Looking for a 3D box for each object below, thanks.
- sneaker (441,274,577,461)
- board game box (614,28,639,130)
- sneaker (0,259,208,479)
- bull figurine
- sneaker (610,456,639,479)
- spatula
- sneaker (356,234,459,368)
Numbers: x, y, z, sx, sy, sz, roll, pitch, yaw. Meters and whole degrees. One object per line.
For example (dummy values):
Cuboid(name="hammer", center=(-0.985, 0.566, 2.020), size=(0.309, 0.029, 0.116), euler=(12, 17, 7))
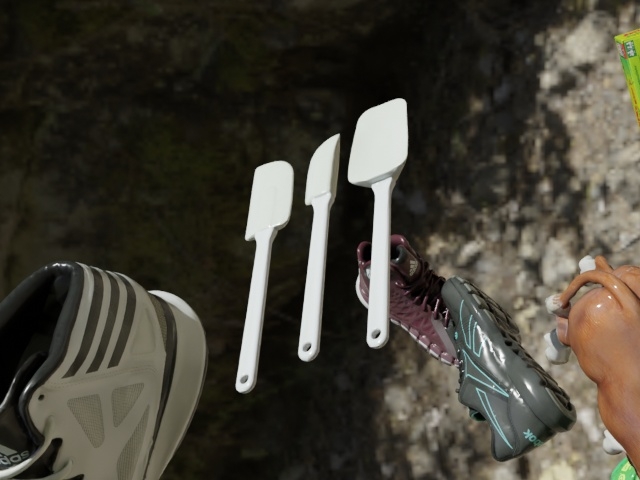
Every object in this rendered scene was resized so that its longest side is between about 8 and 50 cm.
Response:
Cuboid(name="sneaker", center=(0.195, 0.145, 1.454), size=(0.106, 0.101, 0.267), euler=(-45, 40, 15))
Cuboid(name="board game box", center=(0.425, -0.171, 1.475), size=(0.043, 0.092, 0.181), euler=(-84, -24, -74))
Cuboid(name="sneaker", center=(-0.247, 0.229, 1.042), size=(0.169, 0.257, 0.447), euler=(0, 72, 27))
Cuboid(name="bull figurine", center=(0.281, 0.150, 0.998), size=(0.310, 0.101, 0.188), euler=(65, 172, -11))
Cuboid(name="sneaker", center=(0.365, 0.277, 1.302), size=(0.123, 0.109, 0.295), euler=(41, 157, 21))
Cuboid(name="spatula", center=(0.000, 0.000, 0.977), size=(0.168, 0.019, 0.242), euler=(-20, 44, 27))
Cuboid(name="sneaker", center=(0.159, 0.084, 1.813), size=(0.281, 0.106, 0.162), euler=(25, 154, 27))
